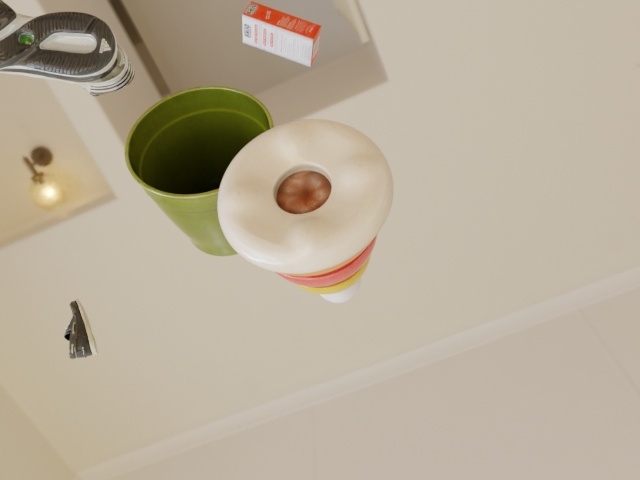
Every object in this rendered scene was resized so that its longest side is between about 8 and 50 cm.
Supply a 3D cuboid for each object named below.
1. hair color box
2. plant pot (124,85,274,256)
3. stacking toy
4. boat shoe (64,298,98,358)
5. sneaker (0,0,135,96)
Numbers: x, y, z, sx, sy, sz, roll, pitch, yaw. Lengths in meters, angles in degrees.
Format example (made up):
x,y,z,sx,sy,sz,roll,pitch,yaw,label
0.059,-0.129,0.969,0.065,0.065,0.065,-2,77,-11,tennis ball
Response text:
x,y,z,sx,sy,sz,roll,pitch,yaw,label
-0.072,-0.379,1.204,0.141,0.072,0.043,21,-120,6,hair color box
-0.275,-0.148,1.718,0.366,0.353,0.367,-3,-125,5,plant pot
0.000,0.000,1.443,0.350,0.480,0.351,-5,-120,8,stacking toy
-0.695,0.248,1.863,0.079,0.084,0.233,-20,-140,-16,boat shoe
-0.614,-0.387,1.389,0.447,0.169,0.257,12,174,3,sneaker
